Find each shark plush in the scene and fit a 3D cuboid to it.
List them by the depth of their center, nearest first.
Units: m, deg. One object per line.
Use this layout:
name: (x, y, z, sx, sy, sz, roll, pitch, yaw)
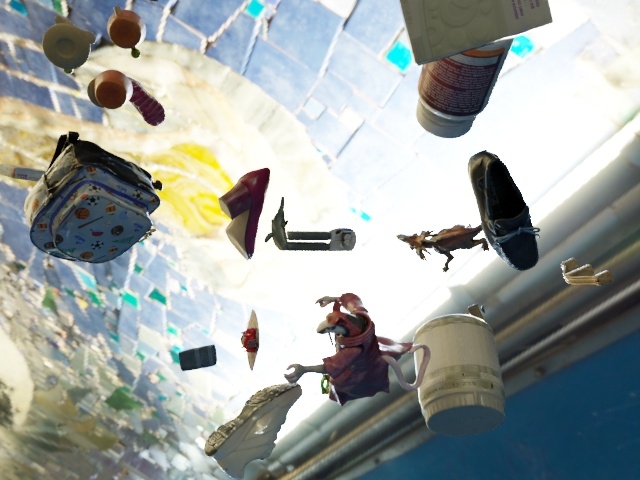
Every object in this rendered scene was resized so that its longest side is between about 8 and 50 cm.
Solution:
shark plush: (-0.110, -0.048, 1.999, 0.067, 0.073, 0.161, 1, -105, 57)

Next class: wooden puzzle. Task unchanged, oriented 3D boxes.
wooden puzzle: (0.547, 0.264, 2.346, 0.116, 0.078, 0.014, -1, 159, -43)

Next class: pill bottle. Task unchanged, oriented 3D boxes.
pill bottle: (0.408, -0.497, 1.944, 0.224, 0.224, 0.392, -57, 167, -32)

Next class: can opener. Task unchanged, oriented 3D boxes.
can opener: (0.000, 0.000, 2.243, 0.093, 0.280, 0.074, 25, -68, 55)

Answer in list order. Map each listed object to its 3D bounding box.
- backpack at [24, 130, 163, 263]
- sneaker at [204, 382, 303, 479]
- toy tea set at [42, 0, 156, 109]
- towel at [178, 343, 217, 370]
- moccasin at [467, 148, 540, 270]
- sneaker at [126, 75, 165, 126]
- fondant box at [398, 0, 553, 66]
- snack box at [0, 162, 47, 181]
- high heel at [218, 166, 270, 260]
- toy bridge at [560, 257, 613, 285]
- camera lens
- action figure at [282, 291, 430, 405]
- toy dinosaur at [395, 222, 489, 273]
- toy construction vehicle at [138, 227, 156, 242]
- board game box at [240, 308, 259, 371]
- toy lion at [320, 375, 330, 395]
backpack: (-0.526, -0.066, 1.514, 0.263, 0.276, 0.213, -37, -132, 20)
sneaker: (-0.152, 0.468, 1.669, 0.297, 0.129, 0.111, -38, -166, -29)
toy tea set: (-0.426, -0.425, 1.289, 0.124, 0.200, 0.336, -113, -141, -61)
towel: (-0.371, 0.357, 2.019, 0.119, 0.067, 0.029, -13, 165, 16)
moccasin: (0.464, -0.062, 1.688, 0.138, 0.342, 0.117, -33, -164, -1)
sneaker: (-0.464, -0.366, 1.721, 0.063, 0.075, 0.170, -41, 143, 0)
fondant box: (0.355, -0.580, 1.585, 0.330, 0.238, 0.096, -15, -172, 8)
snack box: (-0.861, -0.197, 1.972, 0.141, 0.100, 0.037, 6, 95, -51)
high heel: (-0.207, -0.072, 2.099, 0.181, 0.127, 0.377, -38, 159, -18)
toy bridge: (0.589, 0.076, 1.515, 0.063, 0.026, 0.188, -24, -171, -1)
camera lens: (0.364, 0.350, 1.762, 0.219, 0.219, 0.274, 126, -28, -46)
action figure: (0.089, 0.257, 1.513, 0.370, 0.276, 0.248, 72, 32, -56)
toy dinosaur: (0.402, -0.004, 2.067, 0.296, 0.127, 0.200, -27, 152, 28)
toy construction vehicle: (-0.559, -0.012, 2.042, 0.086, 0.098, 0.035, -32, 113, -74)
board game box: (-0.198, 0.268, 1.790, 0.133, 0.033, 0.168, -107, -154, -44)
toy lion: (0.030, 0.506, 2.451, 0.034, 0.096, 0.100, 0, -149, 40)
